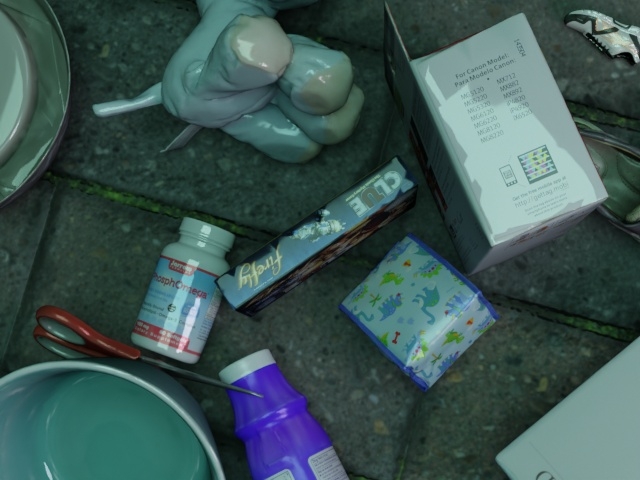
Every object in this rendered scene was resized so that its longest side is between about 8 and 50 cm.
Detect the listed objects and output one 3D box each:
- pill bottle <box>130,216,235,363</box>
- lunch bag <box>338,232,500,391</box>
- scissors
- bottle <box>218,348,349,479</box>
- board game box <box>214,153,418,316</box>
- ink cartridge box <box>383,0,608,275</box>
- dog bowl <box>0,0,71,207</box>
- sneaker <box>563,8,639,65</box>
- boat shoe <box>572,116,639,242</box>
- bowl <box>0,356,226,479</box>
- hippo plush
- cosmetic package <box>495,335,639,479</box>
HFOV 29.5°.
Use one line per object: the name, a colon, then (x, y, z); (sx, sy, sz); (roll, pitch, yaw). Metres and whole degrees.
pill bottle: (-0.157, 0.058, 1.429); (0.087, 0.087, 0.160); (19, 84, 5)
lunch bag: (0.108, 0.077, 1.412); (0.129, 0.096, 0.151); (-45, 54, -3)
scissors: (-0.202, 0.145, 1.408); (0.297, 0.109, 0.021); (19, 57, 8)
bottle: (-0.026, 0.262, 1.382); (0.092, 0.118, 0.283); (-30, 81, 11)
board game box: (0.000, 0.000, 1.389); (0.243, 0.165, 0.042); (-34, 83, -1)
ink cartridge box: (0.174, -0.121, 1.321); (0.130, 0.309, 0.272); (-23, 83, 0)
dog bowl: (-0.462, -0.179, 1.465); (0.348, 0.102, 0.349); (0, 84, 3)
sneaker: (0.343, -0.245, 1.463); (0.109, 0.040, 0.044); (21, 87, 5)
boat shoe: (0.372, -0.046, 1.382); (0.285, 0.092, 0.103); (34, 106, 8)
bowl: (-0.237, 0.255, 1.348); (0.311, 0.163, 0.312); (2, 104, 8)
hippo plush: (-0.069, -0.238, 1.431); (0.294, 0.234, 0.237); (-15, 58, 42)
cosmetic package: (0.443, 0.193, 1.302); (0.453, 0.161, 0.230); (-40, 49, -2)
